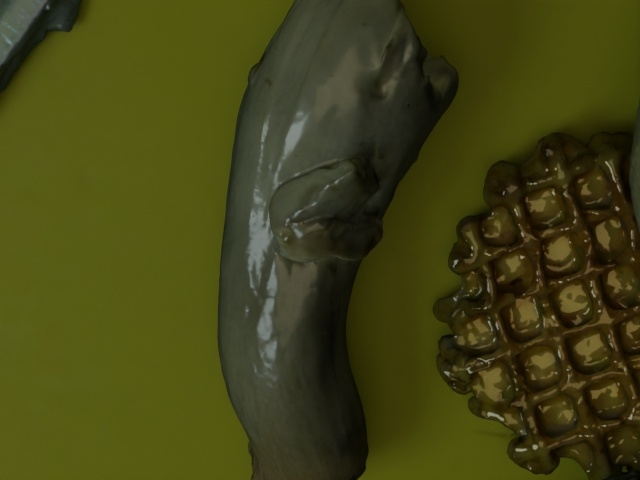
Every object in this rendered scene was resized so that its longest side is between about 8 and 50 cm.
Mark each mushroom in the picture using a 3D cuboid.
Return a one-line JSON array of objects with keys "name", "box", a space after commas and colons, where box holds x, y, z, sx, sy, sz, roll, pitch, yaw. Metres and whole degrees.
[{"name": "mushroom", "box": [-0.002, -0.001, 0.825, 0.099, 0.096, 0.278, 23, 108, 45]}]

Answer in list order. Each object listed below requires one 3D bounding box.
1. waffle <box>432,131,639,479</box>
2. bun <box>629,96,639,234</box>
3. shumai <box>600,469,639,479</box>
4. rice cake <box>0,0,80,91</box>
[{"name": "waffle", "box": [0.144, 0.036, 0.844, 0.191, 0.038, 0.191, 1, 100, 3]}, {"name": "bun", "box": [0.272, -0.030, 0.744, 0.272, 0.168, 0.273, 0, 90, -15]}, {"name": "shumai", "box": [0.261, 0.157, 0.815, 0.271, 0.222, 0.204, 32, 65, 6]}, {"name": "rice cake", "box": [-0.153, -0.102, 0.841, 0.042, 0.030, 0.180, 39, 101, 1]}]
